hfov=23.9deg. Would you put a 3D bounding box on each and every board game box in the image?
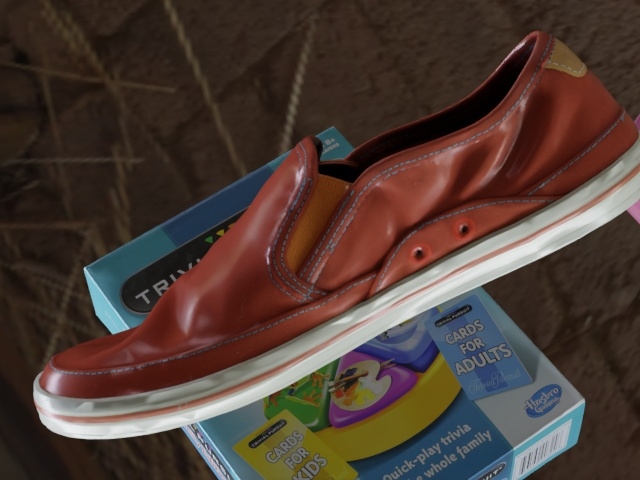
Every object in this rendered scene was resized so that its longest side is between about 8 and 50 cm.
[{"bbox_3d":[0.005,0.092,1.217,0.336,0.254,0.079,49,160,28],"label":"board game box"}]

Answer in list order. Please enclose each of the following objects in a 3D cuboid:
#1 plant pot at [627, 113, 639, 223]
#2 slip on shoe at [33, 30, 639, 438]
[{"bbox_3d":[0.370,-0.044,1.352,0.180,0.201,0.201,37,114,34],"label":"plant pot"},{"bbox_3d":[0.000,0.000,0.757,0.331,0.123,0.101,-27,101,5],"label":"slip on shoe"}]
